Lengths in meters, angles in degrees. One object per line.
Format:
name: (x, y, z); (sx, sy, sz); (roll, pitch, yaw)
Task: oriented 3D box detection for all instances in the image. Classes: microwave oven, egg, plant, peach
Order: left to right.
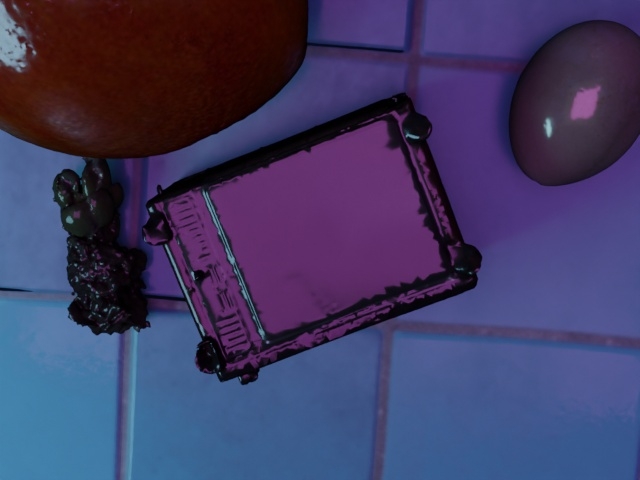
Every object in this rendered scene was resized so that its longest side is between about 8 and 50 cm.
plant: (-0.203, 0.007, 1.092); (0.085, 0.087, 0.174); (-17, 104, -25)
peach: (-0.160, -0.213, 0.955); (0.332, 0.308, 0.308); (14, 100, -17)
microwave oven: (0.000, -0.001, 1.028); (0.247, 0.178, 0.188); (-20, 95, 6)
egg: (0.223, -0.117, 1.029); (0.114, 0.114, 0.152); (27, 101, -2)
